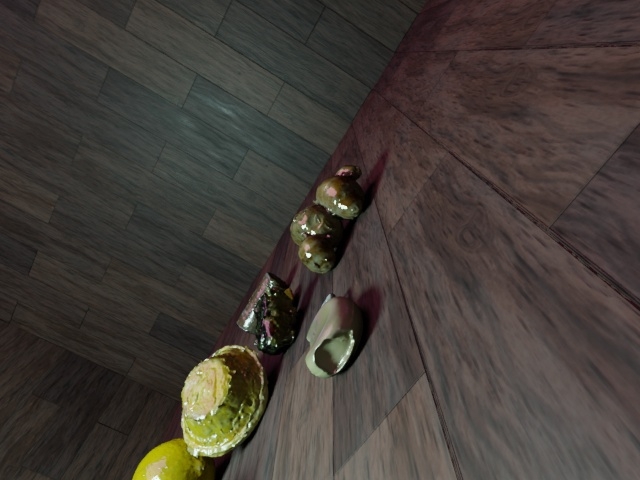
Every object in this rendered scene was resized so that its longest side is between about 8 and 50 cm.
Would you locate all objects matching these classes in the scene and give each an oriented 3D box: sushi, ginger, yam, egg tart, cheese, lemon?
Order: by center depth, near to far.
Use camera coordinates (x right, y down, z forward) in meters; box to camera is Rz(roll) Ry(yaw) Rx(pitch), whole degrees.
[{"bbox_3d":[0.025,0.191,1.015,0.163,0.082,0.286,-58,8,7],"label":"cheese"},{"bbox_3d":[-0.310,0.462,1.347,0.341,0.132,0.341,-19,47,22],"label":"egg tart"},{"bbox_3d":[-0.446,0.731,1.362,0.263,0.236,0.236,-24,8,-6],"label":"lemon"},{"bbox_3d":[-0.132,0.261,1.448,0.115,0.147,0.212,-43,37,41],"label":"sushi"},{"bbox_3d":[0.034,-0.080,1.479,0.375,0.176,0.256,-59,28,-4],"label":"ginger"},{"bbox_3d":[-0.254,0.283,1.964,0.280,0.131,0.131,-58,11,7],"label":"yam"}]

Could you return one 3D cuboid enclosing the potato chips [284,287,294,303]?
[{"bbox_3d":[-0.138,0.262,1.665,0.150,0.049,0.202,-55,9,9],"label":"potato chips"}]
